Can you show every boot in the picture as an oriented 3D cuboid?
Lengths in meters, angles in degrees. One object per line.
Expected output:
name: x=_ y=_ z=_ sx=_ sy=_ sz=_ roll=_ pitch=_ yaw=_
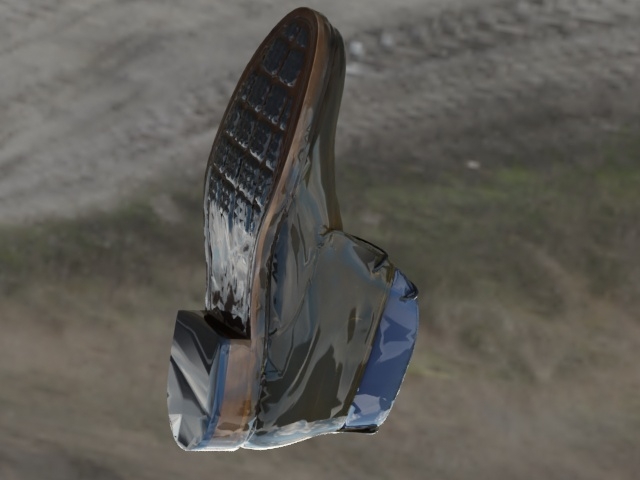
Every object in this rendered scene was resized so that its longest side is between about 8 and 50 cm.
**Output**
boot: x=0.000 y=0.000 z=0.780 sx=0.106 sy=0.219 sz=0.082 roll=7 pitch=-163 yaw=-29
